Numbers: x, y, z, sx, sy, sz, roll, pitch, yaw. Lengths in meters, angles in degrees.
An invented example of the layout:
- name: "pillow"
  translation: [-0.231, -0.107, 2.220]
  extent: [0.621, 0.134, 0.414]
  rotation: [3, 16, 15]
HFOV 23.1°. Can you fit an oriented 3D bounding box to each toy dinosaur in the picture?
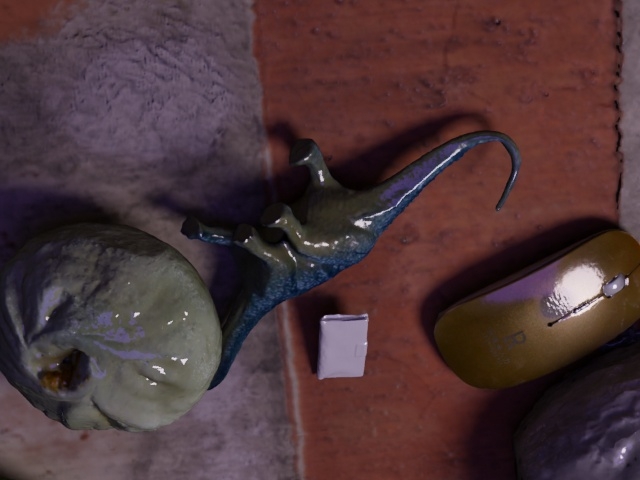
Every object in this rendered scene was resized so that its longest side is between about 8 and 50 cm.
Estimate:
- name: "toy dinosaur"
  translation: [-0.010, -0.003, 1.309]
  extent: [0.363, 0.076, 0.147]
  rotation: [-37, 132, 13]

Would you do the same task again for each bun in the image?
- name: "bun"
  translation: [-0.181, 0.082, 1.283]
  extent: [0.195, 0.118, 0.195]
  rotation: [6, 116, 12]

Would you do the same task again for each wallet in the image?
- name: "wallet"
  translation: [0.019, 0.094, 1.371]
  extent: [0.044, 0.011, 0.083]
  rotation: [-3, 137, -6]

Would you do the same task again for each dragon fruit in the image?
- name: "dragon fruit"
  translation: [0.296, 0.249, 1.381]
  extent: [0.221, 0.204, 0.283]
  rotation: [-18, 114, 4]

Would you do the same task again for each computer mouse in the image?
- name: "computer mouse"
  translation: [0.198, 0.063, 1.372]
  extent: [0.199, 0.045, 0.102]
  rotation: [-26, 117, 7]

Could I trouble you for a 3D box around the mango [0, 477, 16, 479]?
- name: "mango"
  translation: [-0.239, 0.349, 1.404]
  extent: [0.192, 0.156, 0.343]
  rotation: [-31, 110, 0]
